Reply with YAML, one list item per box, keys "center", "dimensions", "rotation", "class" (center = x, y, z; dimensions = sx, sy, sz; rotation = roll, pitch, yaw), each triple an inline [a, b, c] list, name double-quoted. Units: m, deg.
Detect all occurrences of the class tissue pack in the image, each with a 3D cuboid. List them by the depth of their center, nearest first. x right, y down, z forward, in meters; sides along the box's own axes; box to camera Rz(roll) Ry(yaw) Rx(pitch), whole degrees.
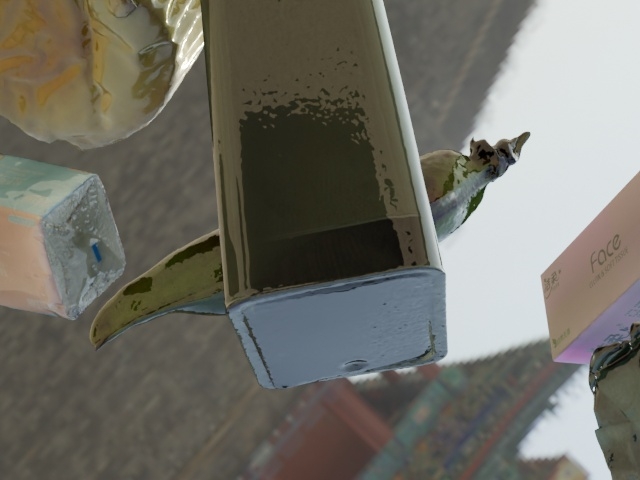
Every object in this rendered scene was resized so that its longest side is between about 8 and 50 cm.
- center: [-0.161, -0.004, 0.894]
  dimensions: [0.094, 0.074, 0.059]
  rotation: [12, -142, 35]
  class: "tissue pack"
- center: [0.302, 0.017, 1.365]
  dimensions: [0.246, 0.149, 0.092]
  rotation: [126, -35, -55]
  class: "tissue pack"

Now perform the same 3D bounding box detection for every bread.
- center: [-0.226, -0.249, 1.129]
  dimensions: [0.236, 0.388, 0.183]
  rotation: [-31, -159, 36]
  class: "bread"

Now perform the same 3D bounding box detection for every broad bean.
- center: [0.000, 0.000, 1.119]
  dimensions: [0.339, 0.061, 0.077]
  rotation: [-20, -152, -11]
  class: "broad bean"

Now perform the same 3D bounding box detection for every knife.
- center: [0.195, 0.188, 0.888]
  dimensions: [0.044, 0.296, 0.026]
  rotation: [-13, -174, 33]
  class: "knife"

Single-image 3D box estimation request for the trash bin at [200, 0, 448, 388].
- center: [-0.002, -0.051, 0.994]
  dimensions: [0.122, 0.240, 0.164]
  rotation: [-10, 155, 2]
  class: "trash bin"
